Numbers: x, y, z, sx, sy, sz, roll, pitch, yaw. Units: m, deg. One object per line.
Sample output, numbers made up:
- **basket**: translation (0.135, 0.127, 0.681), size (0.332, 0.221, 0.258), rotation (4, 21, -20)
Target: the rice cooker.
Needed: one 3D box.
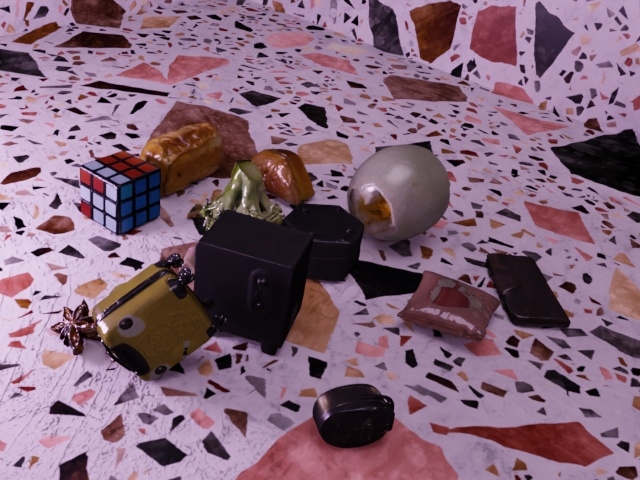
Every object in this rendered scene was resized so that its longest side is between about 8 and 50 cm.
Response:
- **rice cooker**: translation (0.067, 0.354, 1.465), size (0.165, 0.112, 0.106), rotation (-6, 30, -24)

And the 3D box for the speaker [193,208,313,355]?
- **speaker**: translation (-0.163, 0.097, 1.669), size (0.232, 0.253, 0.184), rotation (17, 32, 9)

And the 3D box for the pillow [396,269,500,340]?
- **pillow**: translation (0.335, 0.169, 1.850), size (0.223, 0.084, 0.236), rotation (21, 31, 18)

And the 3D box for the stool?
- **stool**: translation (0.000, 0.000, 1.966), size (0.232, 0.141, 0.232), rotation (7, 33, -4)

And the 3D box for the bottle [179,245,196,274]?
- **bottle**: translation (-0.337, 0.054, 1.880), size (0.045, 0.045, 0.096), rotation (9, 32, -1)

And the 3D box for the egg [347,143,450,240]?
- **egg**: translation (0.247, -0.149, 2.134), size (0.278, 0.278, 0.336), rotation (32, 47, 31)

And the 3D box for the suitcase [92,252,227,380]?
- **suitcase**: translation (-0.348, 0.162, 1.524), size (0.235, 0.193, 0.143), rotation (-36, 42, -9)

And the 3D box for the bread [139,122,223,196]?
- **bread**: translation (-0.428, -0.259, 2.225), size (0.132, 0.166, 0.294), rotation (23, 35, 20)

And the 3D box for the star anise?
- **star anise**: translation (-0.514, 0.209, 1.580), size (0.097, 0.070, 0.191), rotation (-41, 55, -18)

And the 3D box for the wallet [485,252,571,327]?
- **wallet**: translation (0.570, 0.133, 2.011), size (0.165, 0.042, 0.309), rotation (7, 33, -8)

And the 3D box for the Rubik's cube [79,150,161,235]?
- **Rubik's cube**: translation (-0.555, -0.135, 2.005), size (0.163, 0.162, 0.161), rotation (28, 36, 24)

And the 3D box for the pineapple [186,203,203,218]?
- **pineapple**: translation (-0.360, -0.085, 2.112), size (0.045, 0.019, 0.083), rotation (12, 30, 9)

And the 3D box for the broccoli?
- **broccoli**: translation (-0.194, -0.096, 1.968), size (0.248, 0.245, 0.288), rotation (2, 38, -29)

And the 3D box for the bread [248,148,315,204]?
- **bread**: translation (-0.130, -0.222, 2.282), size (0.260, 0.134, 0.129), rotation (32, 38, 31)
